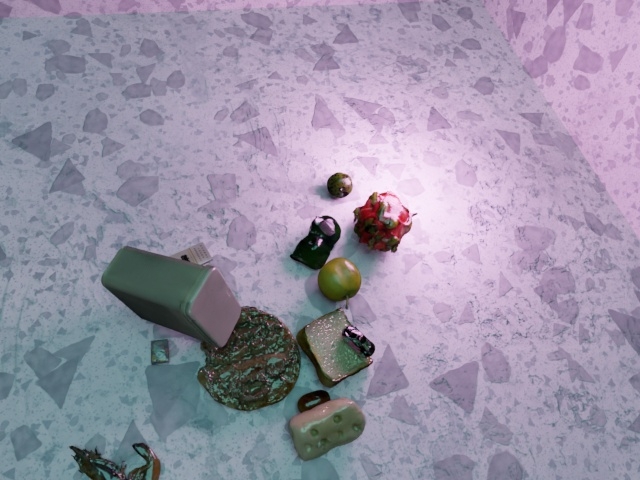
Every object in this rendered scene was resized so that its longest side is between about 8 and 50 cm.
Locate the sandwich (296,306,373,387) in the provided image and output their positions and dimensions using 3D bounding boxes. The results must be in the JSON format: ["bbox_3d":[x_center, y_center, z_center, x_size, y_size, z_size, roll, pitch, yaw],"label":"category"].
[{"bbox_3d":[0.051,0.412,1.653,0.226,0.087,0.251,-21,69,-33],"label":"sandwich"}]

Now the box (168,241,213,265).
[{"bbox_3d":[-0.529,0.076,1.737,0.167,0.024,0.090,-26,72,-22],"label":"box"}]

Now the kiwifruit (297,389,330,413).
[{"bbox_3d":[-0.024,0.585,1.562,0.125,0.075,0.075,-14,68,-23],"label":"kiwifruit"}]

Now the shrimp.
[{"bbox_3d":[-0.649,0.707,1.385,0.296,0.058,0.169,36,55,3],"label":"shrimp"}]

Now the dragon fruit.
[{"bbox_3d":[0.268,-0.088,1.878,0.231,0.237,0.302,23,48,-24],"label":"dragon fruit"}]

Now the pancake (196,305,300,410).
[{"bbox_3d":[-0.267,0.427,1.591,0.383,0.071,0.381,3,65,-7],"label":"pancake"}]

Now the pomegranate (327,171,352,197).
[{"bbox_3d":[0.093,-0.264,1.996,0.122,0.122,0.161,22,35,0],"label":"pomegranate"}]

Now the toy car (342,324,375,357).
[{"bbox_3d":[0.145,0.377,1.628,0.142,0.055,0.069,43,49,6],"label":"toy car"}]

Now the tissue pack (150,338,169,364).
[{"bbox_3d":[-0.579,0.400,1.559,0.063,0.035,0.083,-6,66,-15],"label":"tissue pack"}]

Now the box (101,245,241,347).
[{"bbox_3d":[-0.491,0.192,1.465,0.344,0.351,0.177,13,61,15],"label":"box"}]

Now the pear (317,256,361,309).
[{"bbox_3d":[0.087,0.175,1.732,0.180,0.166,0.216,-5,50,-30],"label":"pear"}]

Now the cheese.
[{"bbox_3d":[0.029,0.649,1.499,0.263,0.093,0.158,-18,102,-18],"label":"cheese"}]

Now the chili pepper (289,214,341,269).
[{"bbox_3d":[0.003,-0.005,1.837,0.148,0.116,0.264,34,63,3],"label":"chili pepper"}]
